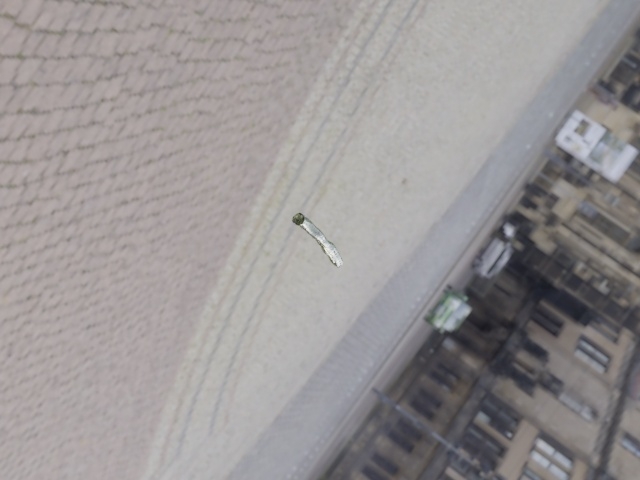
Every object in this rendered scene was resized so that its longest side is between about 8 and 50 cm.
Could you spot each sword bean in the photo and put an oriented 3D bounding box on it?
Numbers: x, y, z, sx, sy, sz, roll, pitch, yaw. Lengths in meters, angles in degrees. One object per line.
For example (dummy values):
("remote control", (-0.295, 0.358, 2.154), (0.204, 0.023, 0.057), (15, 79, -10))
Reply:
("sword bean", (0.000, 0.000, 0.720), (0.012, 0.012, 0.083), (-53, 148, -7))
